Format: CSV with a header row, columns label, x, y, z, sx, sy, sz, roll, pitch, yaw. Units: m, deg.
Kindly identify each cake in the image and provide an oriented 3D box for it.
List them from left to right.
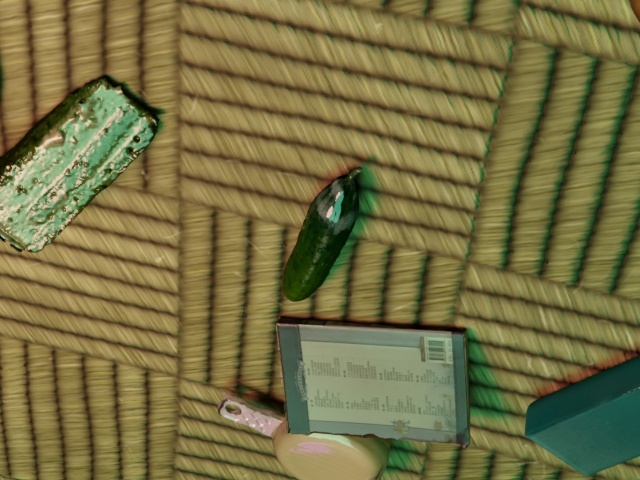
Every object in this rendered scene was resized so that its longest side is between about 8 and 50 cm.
label,x,y,z,sx,sy,sz,roll,pitch,yaw
cake,-0.280,-0.099,1.860,0.100,0.099,0.235,39,113,-21

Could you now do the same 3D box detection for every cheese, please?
label,x,y,z,sx,sy,sz,roll,pitch,yaw
cheese,-0.023,0.249,2.118,0.227,0.064,0.137,22,135,-6

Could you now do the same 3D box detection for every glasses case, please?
label,x,y,z,sx,sy,sz,roll,pitch,yaw
glasses case,0.383,0.177,1.903,0.117,0.070,0.301,36,134,-28

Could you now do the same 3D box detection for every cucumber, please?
label,x,y,z,sx,sy,sz,roll,pitch,yaw
cucumber,0.000,0.000,1.851,0.056,0.056,0.250,21,139,-3

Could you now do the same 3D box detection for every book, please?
label,x,y,z,sx,sy,sz,roll,pitch,yaw
book,0.065,0.169,2.002,0.231,0.026,0.158,3,115,15

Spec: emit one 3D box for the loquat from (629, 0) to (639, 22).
label,x,y,z,sx,sy,sz,roll,pitch,yaw
loquat,0.345,-0.238,1.386,0.187,0.176,0.234,-19,116,34
